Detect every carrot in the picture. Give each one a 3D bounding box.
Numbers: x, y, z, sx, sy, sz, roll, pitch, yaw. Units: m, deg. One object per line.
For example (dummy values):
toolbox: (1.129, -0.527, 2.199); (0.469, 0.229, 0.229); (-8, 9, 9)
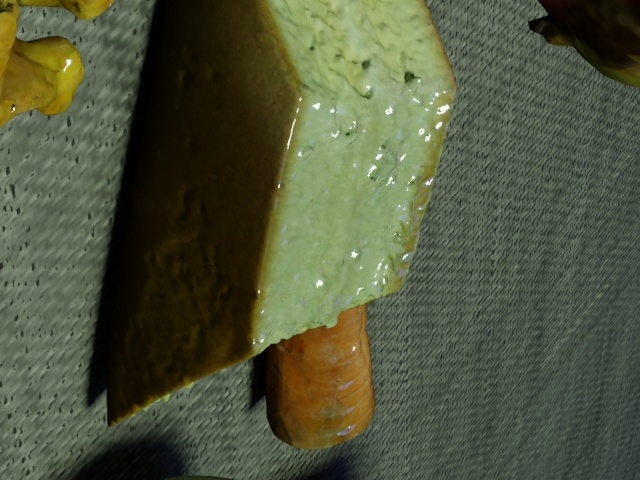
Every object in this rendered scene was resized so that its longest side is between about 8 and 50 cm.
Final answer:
carrot: (0.000, 0.000, 0.773); (0.057, 0.057, 0.224); (-39, 143, -39)

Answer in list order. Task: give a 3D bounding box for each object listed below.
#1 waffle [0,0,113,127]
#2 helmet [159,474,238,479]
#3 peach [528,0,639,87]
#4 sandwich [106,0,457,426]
waffle: (-0.167, -0.043, 0.388); (0.260, 0.069, 0.293); (-53, 157, -11)
helmet: (-0.059, 0.173, 0.749); (0.153, 0.107, 0.177); (-7, 134, -15)
peach: (0.241, -0.228, 0.662); (0.353, 0.339, 0.416); (30, 80, -23)
sandwich: (-0.019, -0.029, 0.653); (0.094, 0.096, 0.258); (-19, 130, -48)
